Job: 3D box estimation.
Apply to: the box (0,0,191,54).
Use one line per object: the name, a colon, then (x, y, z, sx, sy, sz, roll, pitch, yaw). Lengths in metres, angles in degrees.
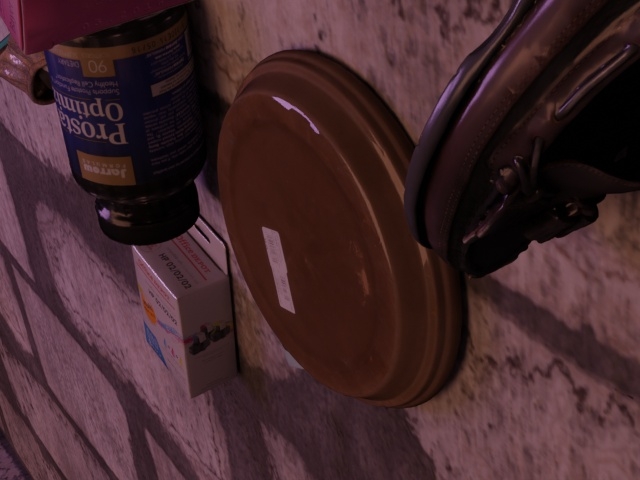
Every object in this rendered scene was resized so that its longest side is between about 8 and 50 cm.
box: (-0.126, -0.259, 0.661, 0.243, 0.213, 0.117, 56, 154, 24)

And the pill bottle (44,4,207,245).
pill bottle: (-0.164, -0.110, 0.981, 0.123, 0.123, 0.219, 40, 144, 45)

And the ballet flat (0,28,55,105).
ballet flat: (-0.260, -0.199, 1.155, 0.106, 0.107, 0.316, 50, 164, -13)

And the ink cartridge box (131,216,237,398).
ink cartridge box: (-0.139, 0.057, 1.153, 0.104, 0.061, 0.181, 44, 147, 40)

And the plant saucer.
plant saucer: (0.000, 0.000, 0.830, 0.278, 0.041, 0.278, 41, 143, 40)

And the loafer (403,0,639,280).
loafer: (0.118, -0.061, 0.481, 0.095, 0.109, 0.302, 51, 149, 21)

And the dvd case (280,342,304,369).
dvd case: (-0.012, 0.071, 0.966, 0.119, 0.013, 0.087, -2, 110, 62)
